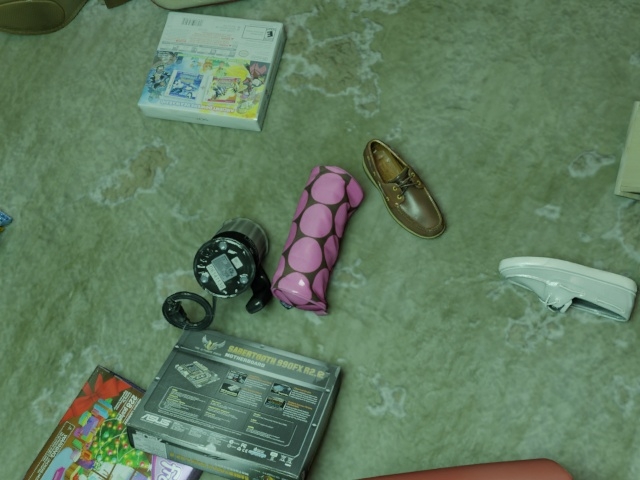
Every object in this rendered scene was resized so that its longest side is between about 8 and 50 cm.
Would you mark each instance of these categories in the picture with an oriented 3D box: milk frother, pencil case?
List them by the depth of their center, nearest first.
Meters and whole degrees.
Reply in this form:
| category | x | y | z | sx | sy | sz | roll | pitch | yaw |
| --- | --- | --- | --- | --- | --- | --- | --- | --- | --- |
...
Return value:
| category | x | y | z | sx | sy | sz | roll | pitch | yaw |
| --- | --- | --- | --- | --- | --- | --- | --- | --- | --- |
| milk frother | -0.147 | 0.048 | 1.061 | 0.143 | 0.135 | 0.129 | -11 | 102 | 7 |
| pencil case | 0.000 | 0.000 | 1.082 | 0.095 | 0.098 | 0.209 | -6 | 60 | 55 |

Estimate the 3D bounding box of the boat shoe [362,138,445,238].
| category | x | y | z | sx | sy | sz | roll | pitch | yaw |
| --- | --- | --- | --- | --- | --- | --- | --- | --- | --- |
| boat shoe | 0.119 | -0.078 | 1.108 | 0.064 | 0.060 | 0.178 | -33 | 69 | -5 |

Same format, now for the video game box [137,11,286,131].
| category | x | y | z | sx | sy | sz | roll | pitch | yaw |
| --- | --- | --- | --- | --- | --- | --- | --- | --- | --- |
| video game box | -0.175 | -0.280 | 1.234 | 0.205 | 0.048 | 0.187 | 10 | 69 | 12 |

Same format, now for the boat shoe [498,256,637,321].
| category | x | y | z | sx | sy | sz | roll | pitch | yaw |
| --- | --- | --- | --- | --- | --- | --- | --- | --- | --- |
| boat shoe | 0.334 | 0.069 | 1.026 | 0.184 | 0.066 | 0.063 | 14 | 71 | 3 |

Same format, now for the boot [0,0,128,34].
| category | x | y | z | sx | sy | sz | roll | pitch | yaw |
| --- | --- | --- | --- | --- | --- | --- | --- | --- | --- |
| boot | -0.478 | -0.495 | 1.324 | 0.283 | 0.109 | 0.220 | -20 | 69 | -2 |

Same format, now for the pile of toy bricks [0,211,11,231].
| category | x | y | z | sx | sy | sz | roll | pitch | yaw |
| --- | --- | --- | --- | --- | --- | --- | --- | --- | --- |
| pile of toy bricks | -0.599 | -0.033 | 1.184 | 0.212 | 0.118 | 0.105 | 33 | 105 | 2 |

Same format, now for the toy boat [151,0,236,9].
| category | x | y | z | sx | sy | sz | roll | pitch | yaw |
| --- | --- | --- | --- | --- | --- | --- | --- | --- | --- |
| toy boat | -0.198 | -0.485 | 1.278 | 0.231 | 0.151 | 0.151 | -11 | 29 | -8 |

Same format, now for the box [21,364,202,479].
| category | x | y | z | sx | sy | sz | roll | pitch | yaw |
| --- | --- | --- | --- | --- | --- | --- | --- | --- | --- |
| box | -0.296 | 0.344 | 1.008 | 0.201 | 0.057 | 0.293 | 26 | 75 | 16 |

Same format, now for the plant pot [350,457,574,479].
| category | x | y | z | sx | sy | sz | roll | pitch | yaw |
| --- | --- | --- | --- | --- | --- | --- | --- | --- | --- |
| plant pot | 0.176 | 0.371 | 0.835 | 0.243 | 0.275 | 0.275 | -13 | 68 | -9 |

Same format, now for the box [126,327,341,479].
| category | x | y | z | sx | sy | sz | roll | pitch | yaw |
| --- | --- | --- | --- | --- | --- | --- | --- | --- | --- |
| box | -0.108 | 0.217 | 0.985 | 0.231 | 0.056 | 0.183 | 14 | 41 | 11 |

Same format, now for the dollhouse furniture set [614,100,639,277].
| category | x | y | z | sx | sy | sz | roll | pitch | yaw |
| --- | --- | --- | --- | --- | --- | --- | --- | --- | --- |
| dollhouse furniture set | 0.594 | -0.048 | 1.031 | 0.303 | 0.198 | 0.286 | 11 | 93 | -20 |
